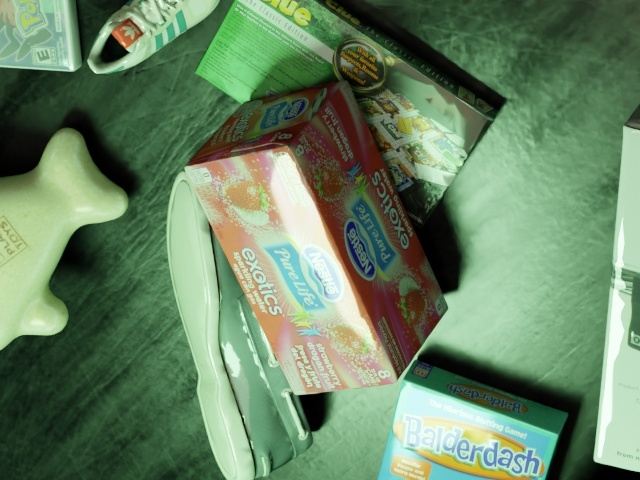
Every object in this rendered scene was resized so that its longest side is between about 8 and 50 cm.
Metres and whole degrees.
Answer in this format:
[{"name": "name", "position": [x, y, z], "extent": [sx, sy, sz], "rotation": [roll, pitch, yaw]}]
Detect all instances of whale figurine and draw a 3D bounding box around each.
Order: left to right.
[{"name": "whale figurine", "position": [-0.320, -0.001, 1.942], "extent": [0.272, 0.141, 0.216], "rotation": [-38, 97, 6]}]

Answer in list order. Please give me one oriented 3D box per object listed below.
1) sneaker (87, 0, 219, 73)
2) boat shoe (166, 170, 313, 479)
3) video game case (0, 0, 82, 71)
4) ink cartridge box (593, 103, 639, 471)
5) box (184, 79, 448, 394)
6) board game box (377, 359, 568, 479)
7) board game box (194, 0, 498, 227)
[{"name": "sneaker", "position": [-0.153, -0.204, 1.795], "extent": [0.161, 0.075, 0.057], "rotation": [-35, 97, 31]}, {"name": "boat shoe", "position": [-0.077, 0.078, 1.904], "extent": [0.099, 0.116, 0.320], "rotation": [-15, 105, -19]}, {"name": "video game case", "position": [-0.323, -0.264, 1.865], "extent": [0.183, 0.023, 0.201], "rotation": [5, 115, 19]}, {"name": "ink cartridge box", "position": [0.325, 0.016, 1.624], "extent": [0.129, 0.223, 0.308], "rotation": [11, 117, 20]}, {"name": "box", "position": [0.000, 0.000, 1.776], "extent": [0.122, 0.128, 0.257], "rotation": [-9, 117, 34]}, {"name": "board game box", "position": [0.138, 0.237, 1.901], "extent": [0.160, 0.047, 0.210], "rotation": [18, 118, 13]}, {"name": "board game box", "position": [0.022, -0.137, 1.787], "extent": [0.259, 0.030, 0.136], "rotation": [35, 123, 3]}]
